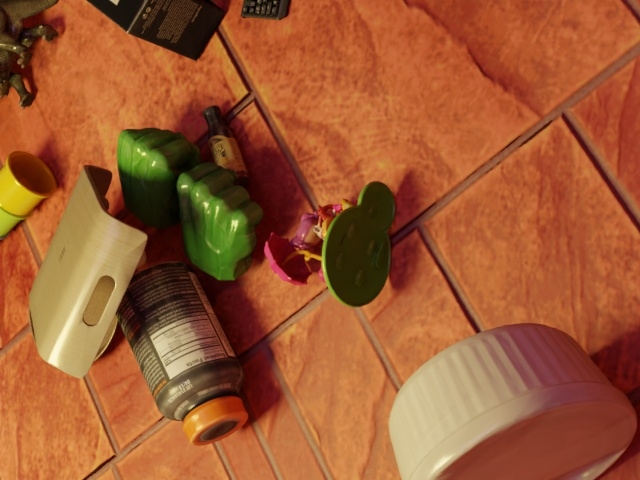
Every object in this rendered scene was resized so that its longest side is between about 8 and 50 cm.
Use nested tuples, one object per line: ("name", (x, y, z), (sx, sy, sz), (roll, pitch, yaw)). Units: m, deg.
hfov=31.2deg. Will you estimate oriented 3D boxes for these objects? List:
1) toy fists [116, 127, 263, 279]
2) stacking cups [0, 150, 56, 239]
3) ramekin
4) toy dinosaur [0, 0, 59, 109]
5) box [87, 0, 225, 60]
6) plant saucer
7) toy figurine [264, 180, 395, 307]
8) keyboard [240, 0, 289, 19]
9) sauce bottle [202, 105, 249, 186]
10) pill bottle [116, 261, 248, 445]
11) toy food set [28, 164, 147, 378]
("toy fists", (-0.189, -0.068, 1.630), (0.279, 0.096, 0.142), (37, 145, 32))
("stacking cups", (-0.567, -0.013, 1.910), (0.316, 0.096, 0.096), (-43, 63, 25))
("ramekin", (0.199, 0.205, 1.265), (0.273, 0.273, 0.127), (-42, 51, 22))
("toy dinosaur", (-0.538, -0.321, 1.910), (0.160, 0.121, 0.313), (30, 105, 19))
("box", (-0.255, -0.357, 1.699), (0.156, 0.158, 0.093), (40, 105, 31))
("plant saucer", (-0.376, 0.104, 1.793), (0.199, 0.036, 0.198), (-6, 80, 33))
("toy figurine", (0.000, 0.000, 1.521), (0.159, 0.130, 0.173), (2, 63, 43))
("keyboard", (-0.081, -0.413, 1.672), (0.108, 0.023, 0.180), (11, 89, 35))
("sauce bottle", (-0.140, -0.136, 1.664), (0.042, 0.042, 0.128), (-34, 65, 26))
("pill bottle", (-0.190, 0.162, 1.603), (0.130, 0.130, 0.245), (-40, 64, 24))
("toy food set", (-0.326, 0.036, 1.634), (0.219, 0.092, 0.306), (-65, 23, 10))
